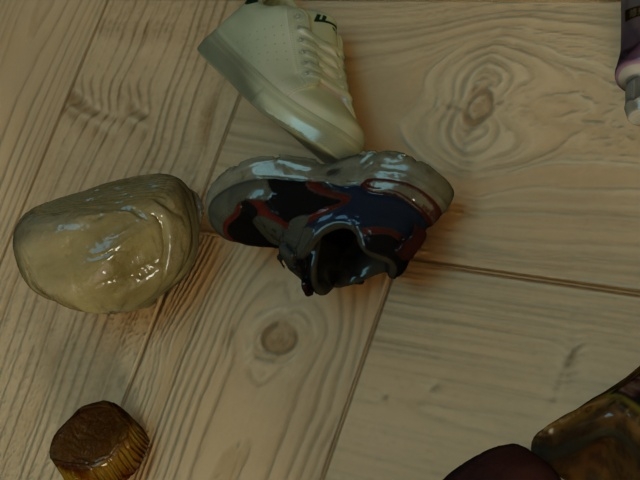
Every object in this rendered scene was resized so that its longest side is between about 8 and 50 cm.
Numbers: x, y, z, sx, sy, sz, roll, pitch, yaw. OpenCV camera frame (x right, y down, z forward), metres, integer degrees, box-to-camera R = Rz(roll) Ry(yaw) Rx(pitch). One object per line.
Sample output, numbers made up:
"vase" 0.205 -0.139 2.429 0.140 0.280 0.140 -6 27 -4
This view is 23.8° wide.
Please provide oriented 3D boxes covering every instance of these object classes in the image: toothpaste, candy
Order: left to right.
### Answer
"toothpaste" 0.270 -0.227 1.218 0.075 0.048 0.301 -12 58 38
"candy" 0.276 0.163 0.958 0.143 0.101 0.271 -30 40 -28

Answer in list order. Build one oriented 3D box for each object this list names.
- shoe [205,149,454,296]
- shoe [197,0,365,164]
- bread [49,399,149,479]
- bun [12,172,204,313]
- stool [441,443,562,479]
"shoe" 0.000 0.000 1.266 0.227 0.099 0.126 -6 61 31
"shoe" -0.020 -0.158 1.365 0.110 0.095 0.265 -50 40 1
"bread" -0.194 0.188 1.349 0.085 0.053 0.085 -15 43 14
"bun" -0.190 0.010 1.397 0.173 0.166 0.113 2 111 46
"stool" 0.119 0.281 0.929 0.178 0.272 0.272 30 87 29
